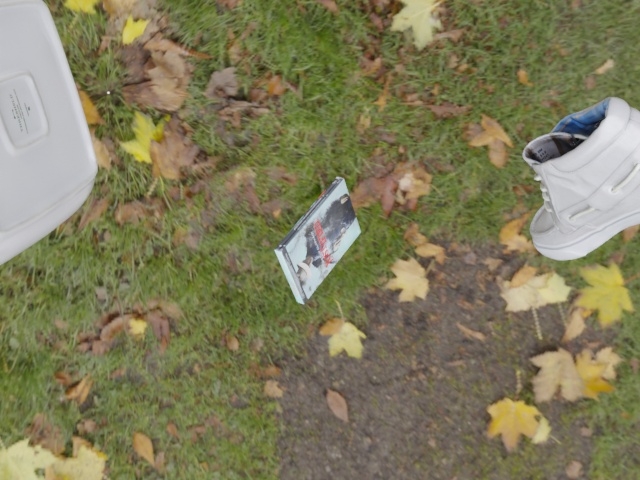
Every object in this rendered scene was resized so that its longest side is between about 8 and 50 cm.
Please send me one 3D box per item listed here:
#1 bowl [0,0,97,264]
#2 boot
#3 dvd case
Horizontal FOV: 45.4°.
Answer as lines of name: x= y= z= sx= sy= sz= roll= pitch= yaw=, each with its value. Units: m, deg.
bowl: x=-0.156 y=-0.056 z=0.345 sx=0.053 sy=0.142 sz=0.142 roll=-7 pitch=110 yaw=18
boot: x=0.247 y=-0.061 z=0.738 sx=0.123 sy=0.258 sz=0.095 roll=28 pitch=68 yaw=-7
dvd case: x=0.000 y=0.000 z=0.841 sx=0.119 sy=0.013 sz=0.087 roll=-49 pitch=140 yaw=-28
